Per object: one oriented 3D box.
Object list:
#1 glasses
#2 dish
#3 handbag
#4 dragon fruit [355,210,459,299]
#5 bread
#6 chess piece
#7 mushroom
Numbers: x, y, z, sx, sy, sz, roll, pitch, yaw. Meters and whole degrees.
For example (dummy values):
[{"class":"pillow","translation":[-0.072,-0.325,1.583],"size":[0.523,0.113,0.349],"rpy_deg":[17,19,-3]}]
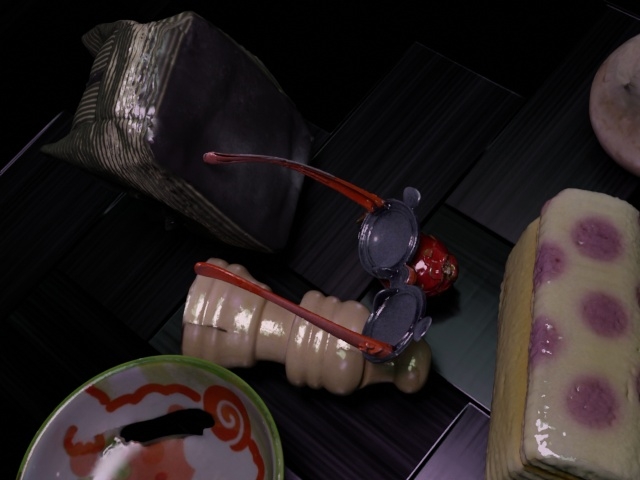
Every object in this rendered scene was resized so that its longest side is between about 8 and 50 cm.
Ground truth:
[{"class":"glasses","translation":[0.000,0.000,1.045],"size":[0.118,0.268,0.234],"rpy_deg":[-37,39,38]},{"class":"dish","translation":[-0.189,0.307,1.092],"size":[0.324,0.124,0.324],"rpy_deg":[-6,55,9]},{"class":"handbag","translation":[-0.184,-0.136,1.211],"size":[0.240,0.341,0.247],"rpy_deg":[2,68,35]},{"class":"dragon fruit","translation":[0.103,0.020,1.197],"size":[0.094,0.094,0.190],"rpy_deg":[-42,40,-9]},{"class":"bread","translation":[0.274,0.131,0.996],"size":[0.155,0.187,0.338],"rpy_deg":[18,54,-3]},{"class":"chess piece","translation":[-0.011,0.119,1.155],"size":[0.307,0.124,0.138],"rpy_deg":[10,37,14]},{"class":"mushroom","translation":[0.456,-0.193,1.132],"size":[0.244,0.243,0.243],"rpy_deg":[-5,62,11]}]
